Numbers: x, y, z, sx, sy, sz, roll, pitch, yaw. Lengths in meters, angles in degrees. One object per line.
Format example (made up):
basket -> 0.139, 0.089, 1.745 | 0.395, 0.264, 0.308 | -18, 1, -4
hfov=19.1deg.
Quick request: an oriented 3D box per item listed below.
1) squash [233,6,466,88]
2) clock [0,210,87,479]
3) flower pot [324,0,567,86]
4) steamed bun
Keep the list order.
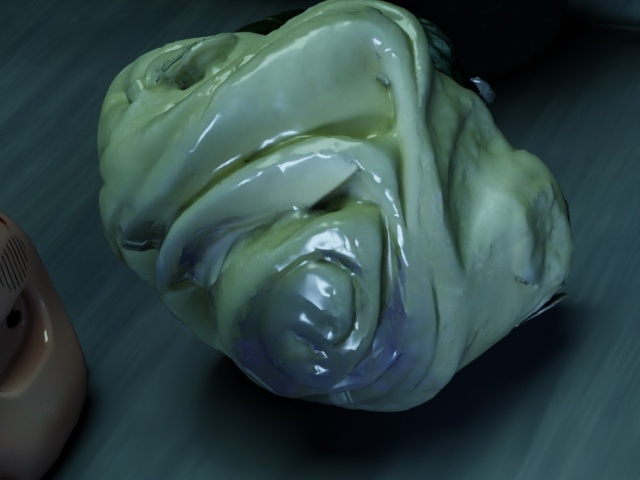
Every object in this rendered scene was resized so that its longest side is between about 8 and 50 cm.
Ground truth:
squash -> 0.014, -0.119, 1.746 | 0.252, 0.165, 0.252 | -10, 33, 6
clock -> -0.286, 0.076, 1.526 | 0.142, 0.241, 0.227 | 0, 35, 19
flower pot -> 0.113, -0.304, 1.899 | 0.379, 0.251, 0.379 | -10, 34, 7
steamed bun -> 0.000, 0.000, 1.445 | 0.394, 0.347, 0.237 | 14, 53, 3
